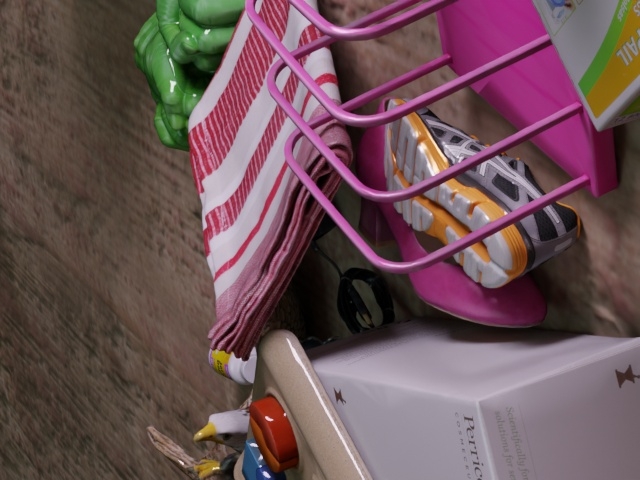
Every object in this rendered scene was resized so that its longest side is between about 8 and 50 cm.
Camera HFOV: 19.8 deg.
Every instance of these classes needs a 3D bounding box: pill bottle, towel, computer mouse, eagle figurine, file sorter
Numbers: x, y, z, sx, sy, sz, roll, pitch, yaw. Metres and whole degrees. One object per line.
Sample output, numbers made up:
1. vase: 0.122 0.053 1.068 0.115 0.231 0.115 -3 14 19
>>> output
1. pill bottle: -0.087 0.133 1.991 0.083 0.043 0.043 16 120 63
2. towel: -0.051 -0.091 1.546 0.329 0.037 0.237 -101 32 -48
3. computer mouse: 0.000 0.000 1.677 0.242 0.071 0.041 51 146 37
4. eagle figurine: -0.034 0.156 1.774 0.226 0.225 0.298 30 112 0
5. file sorter: 0.058 -0.154 1.225 0.202 0.182 0.290 49 160 44

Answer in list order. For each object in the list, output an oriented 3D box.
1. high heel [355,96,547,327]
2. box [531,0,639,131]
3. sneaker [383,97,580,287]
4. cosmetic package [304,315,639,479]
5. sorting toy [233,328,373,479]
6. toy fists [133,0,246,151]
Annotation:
1. high heel: 0.104 -0.022 1.442 0.244 0.082 0.117 -136 45 -55
2. box: 0.219 -0.161 1.026 0.103 0.114 0.203 66 154 14
3. sneaker: 0.114 -0.041 1.385 0.215 0.083 0.084 53 150 43
4. cosmetic package: 0.118 0.175 1.433 0.365 0.155 0.197 -1 104 67
5. sorting toy: 0.003 0.252 1.493 0.307 0.041 0.229 61 155 29
6. toy fists: -0.119 -0.194 1.770 0.142 0.096 0.279 58 151 28
